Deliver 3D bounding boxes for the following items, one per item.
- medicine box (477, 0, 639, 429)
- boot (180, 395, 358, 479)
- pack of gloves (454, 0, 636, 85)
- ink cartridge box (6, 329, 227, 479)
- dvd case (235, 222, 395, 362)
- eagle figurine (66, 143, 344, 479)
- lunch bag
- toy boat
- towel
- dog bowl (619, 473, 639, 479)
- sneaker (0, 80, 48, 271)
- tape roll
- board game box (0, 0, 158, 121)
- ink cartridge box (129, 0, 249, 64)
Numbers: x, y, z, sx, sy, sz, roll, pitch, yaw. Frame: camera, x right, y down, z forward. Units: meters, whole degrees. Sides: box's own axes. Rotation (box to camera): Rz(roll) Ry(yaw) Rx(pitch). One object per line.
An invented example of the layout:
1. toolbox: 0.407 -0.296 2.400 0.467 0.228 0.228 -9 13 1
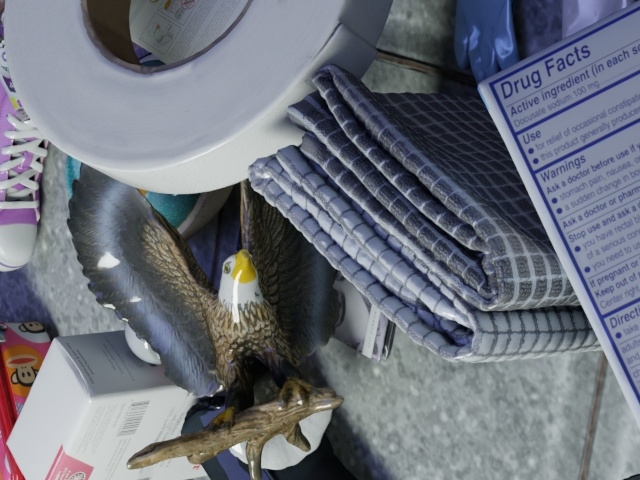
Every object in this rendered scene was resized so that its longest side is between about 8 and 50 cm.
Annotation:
1. medicine box: 0.294 -0.032 1.222 0.263 0.149 0.289 -27 72 11
2. boot: -0.077 0.261 1.720 0.246 0.094 0.207 -40 66 8
3. pack of gloves: 0.172 -0.236 1.479 0.195 0.046 0.232 1 95 46
4. ink cartridge box: -0.184 0.170 1.781 0.092 0.218 0.158 53 129 34
5. dvd case: 0.000 0.000 1.710 0.221 0.018 0.164 27 114 41
6. eagle figurine: -0.080 0.050 1.599 0.225 0.226 0.298 -48 48 34
7. lunch bag: -0.407 0.213 2.102 0.293 0.120 0.258 -32 67 46
8. toy boat: -0.161 -0.029 1.765 0.267 0.148 0.318 -41 61 45
9. towel: 0.118 -0.027 1.428 0.283 0.235 0.121 45 121 32
10. dog bowl: 0.339 0.356 1.306 0.408 0.150 0.408 7 100 45
11. sneaker: -0.343 -0.110 2.000 0.161 0.102 0.282 -9 89 44
12. tape roll: -0.110 -0.233 1.562 0.392 0.072 0.392 -11 68 28
13. board game box: -0.230 -0.277 1.819 0.347 0.056 0.208 -23 91 37
14. ink cartridge box: -0.088 -0.213 1.685 0.179 0.045 0.145 33 92 24
